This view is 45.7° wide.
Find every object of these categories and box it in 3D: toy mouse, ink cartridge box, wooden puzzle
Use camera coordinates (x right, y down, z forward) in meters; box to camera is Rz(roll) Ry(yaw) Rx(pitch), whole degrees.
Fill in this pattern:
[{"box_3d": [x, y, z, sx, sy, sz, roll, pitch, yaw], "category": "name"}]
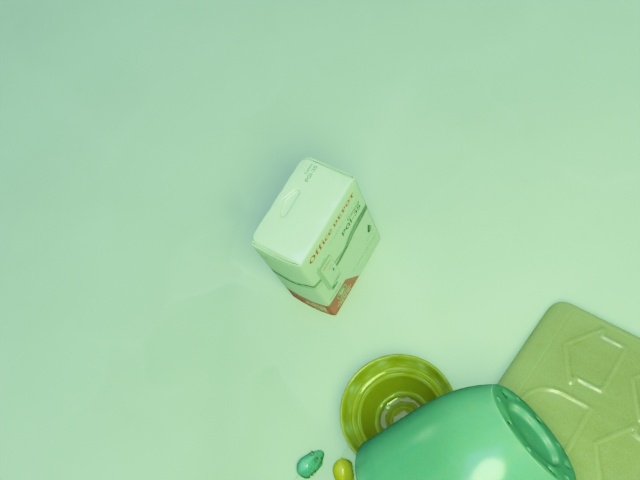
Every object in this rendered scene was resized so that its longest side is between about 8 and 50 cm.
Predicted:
[{"box_3d": [-0.009, 0.456, 1.438, 0.143, 0.031, 0.161, -6, 65, 12], "category": "toy mouse"}, {"box_3d": [0.000, 0.000, 1.501, 0.117, 0.283, 0.207, 25, 75, 24], "category": "ink cartridge box"}, {"box_3d": [0.488, 0.298, 1.316, 0.348, 0.080, 0.322, 26, 58, 30], "category": "wooden puzzle"}]

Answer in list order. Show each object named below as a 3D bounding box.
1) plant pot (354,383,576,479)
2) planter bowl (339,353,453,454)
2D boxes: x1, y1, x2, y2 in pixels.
[{"box_3d": [0.239, 0.361, 1.156, 0.235, 0.293, 0.293, -44, 60, 18], "category": "plant pot"}, {"box_3d": [0.150, 0.329, 1.419, 0.217, 0.090, 0.217, -6, 65, 12], "category": "planter bowl"}]
